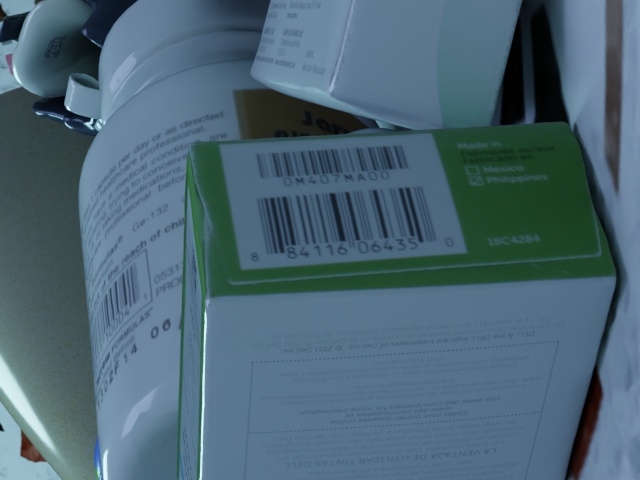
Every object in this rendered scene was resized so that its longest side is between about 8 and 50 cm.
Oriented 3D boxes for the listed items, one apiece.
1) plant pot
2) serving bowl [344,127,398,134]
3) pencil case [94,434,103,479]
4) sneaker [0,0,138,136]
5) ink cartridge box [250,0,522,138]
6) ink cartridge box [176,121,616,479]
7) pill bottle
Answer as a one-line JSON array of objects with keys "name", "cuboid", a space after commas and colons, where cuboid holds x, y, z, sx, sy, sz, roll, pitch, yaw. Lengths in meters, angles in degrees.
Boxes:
[{"name": "plant pot", "cuboid": [-0.155, 0.035, 1.346, 0.256, 0.256, 0.274, 150, 101, -80]}, {"name": "serving bowl", "cuboid": [0.036, -0.003, 0.628, 0.083, 0.027, 0.083, 62, 176, 8]}, {"name": "pencil case", "cuboid": [-0.061, 0.124, 1.031, 0.133, 0.119, 0.306, -52, 3, -8]}, {"name": "sneaker", "cuboid": [-0.092, -0.120, 1.006, 0.235, 0.153, 0.094, -100, 21, -48]}, {"name": "ink cartridge box", "cuboid": [0.037, -0.149, 0.612, 0.181, 0.056, 0.225, -143, 69, -79]}, {"name": "ink cartridge box", "cuboid": [0.014, 0.062, 0.579, 0.209, 0.109, 0.062, 95, 168, -46]}, {"name": "pill bottle", "cuboid": [-0.029, 0.003, 0.764, 0.131, 0.131, 0.229, 96, 167, -45]}]
